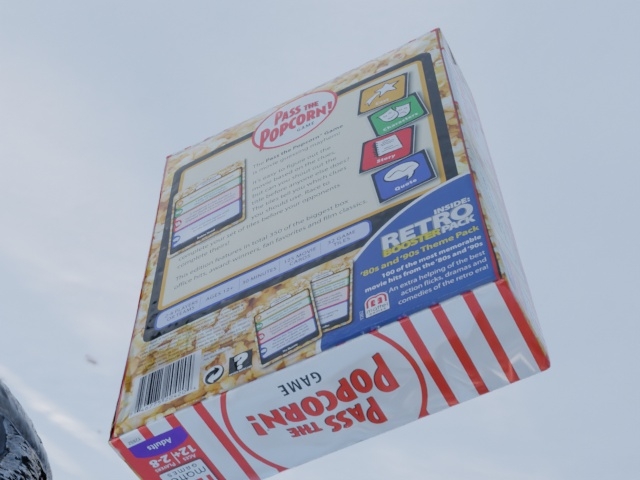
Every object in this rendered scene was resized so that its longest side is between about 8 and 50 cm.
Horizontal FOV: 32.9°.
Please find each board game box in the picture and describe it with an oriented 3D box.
[{"bbox_3d":[0.000,0.000,0.434,0.146,0.193,0.045,-23,122,15],"label":"board game box"}]

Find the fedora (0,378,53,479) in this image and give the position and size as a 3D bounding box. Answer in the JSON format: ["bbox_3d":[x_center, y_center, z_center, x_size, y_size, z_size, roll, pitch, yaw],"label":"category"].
[{"bbox_3d":[-0.326,0.134,0.641,0.334,0.152,0.334,17,143,13],"label":"fedora"}]
